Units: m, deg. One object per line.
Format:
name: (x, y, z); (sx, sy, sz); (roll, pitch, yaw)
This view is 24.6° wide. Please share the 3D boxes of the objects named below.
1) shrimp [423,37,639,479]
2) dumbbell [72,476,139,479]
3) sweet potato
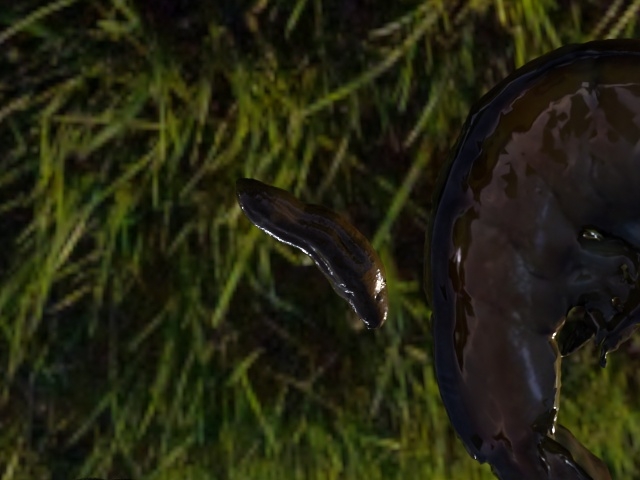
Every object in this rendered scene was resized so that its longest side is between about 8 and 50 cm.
shrimp: (0.179, 0.042, 0.628); (0.290, 0.222, 0.054); (19, -172, 10)
dumbbell: (-0.171, 0.125, 0.646); (0.254, 0.110, 0.110); (32, 134, -30)
sweet potato: (0.000, -0.001, 1.234); (0.054, 0.053, 0.182); (-40, 114, 23)
